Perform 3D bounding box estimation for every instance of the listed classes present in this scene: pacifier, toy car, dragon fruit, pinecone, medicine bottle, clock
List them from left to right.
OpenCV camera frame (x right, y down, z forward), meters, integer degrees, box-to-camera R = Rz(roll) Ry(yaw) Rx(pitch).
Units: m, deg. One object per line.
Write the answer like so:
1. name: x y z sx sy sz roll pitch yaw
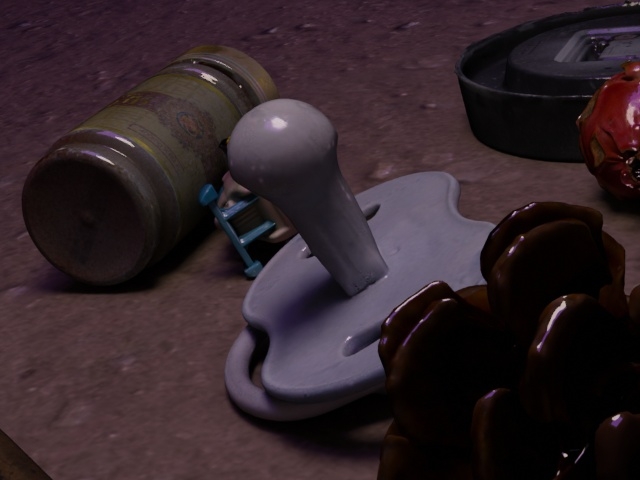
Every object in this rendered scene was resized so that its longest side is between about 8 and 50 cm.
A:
1. medicine bottle: -0.164 -0.084 1.310 0.151 0.151 0.322 -2 24 22
2. toy car: -0.071 -0.042 1.223 0.098 0.126 0.161 -34 21 -10
3. pacifier: 0.000 0.000 0.945 0.238 0.226 0.287 -29 20 5
4. clock: 0.343 -0.187 1.421 0.386 0.076 0.386 -9 22 4
5. pinecone: 0.147 0.090 0.599 0.244 0.244 0.309 -18 -7 -18
6. dragon fruit: 0.297 -0.098 1.152 0.136 0.133 0.166 3 24 16

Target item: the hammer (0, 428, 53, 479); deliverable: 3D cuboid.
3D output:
1. hammer: -0.196 0.149 0.799 0.044 0.168 0.440 -28 35 -28

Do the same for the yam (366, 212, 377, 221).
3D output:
1. yam: 0.010 -0.033 1.266 0.027 0.029 0.234 -23 25 -29
